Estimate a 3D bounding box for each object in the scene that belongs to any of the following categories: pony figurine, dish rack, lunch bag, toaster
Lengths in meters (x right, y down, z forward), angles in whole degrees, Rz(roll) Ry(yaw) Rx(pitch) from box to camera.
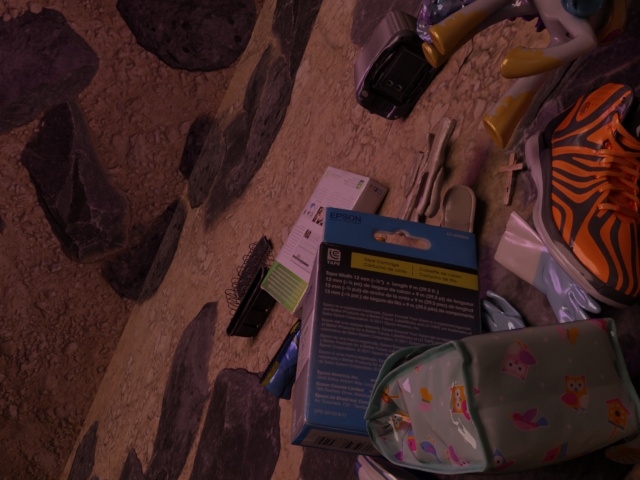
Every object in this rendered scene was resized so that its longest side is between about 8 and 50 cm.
[{"bbox_3d":[0.315,-0.337,1.016,0.363,0.303,0.351,-31,52,4],"label":"pony figurine"},{"bbox_3d":[-0.181,0.107,1.950,0.208,0.074,0.271,-59,26,19],"label":"dish rack"},{"bbox_3d":[0.195,0.188,0.881,0.262,0.223,0.160,136,126,-62],"label":"lunch bag"},{"bbox_3d":[0.157,-0.373,1.562,0.227,0.129,0.146,-55,25,31],"label":"toaster"}]

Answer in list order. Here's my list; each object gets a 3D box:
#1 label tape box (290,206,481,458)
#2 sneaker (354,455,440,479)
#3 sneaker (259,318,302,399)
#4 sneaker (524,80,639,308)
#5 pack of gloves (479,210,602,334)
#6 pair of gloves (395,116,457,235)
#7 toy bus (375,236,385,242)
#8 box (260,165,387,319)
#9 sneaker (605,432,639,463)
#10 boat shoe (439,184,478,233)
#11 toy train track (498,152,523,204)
[{"bbox_3d":[0.101,0.136,1.111,0.115,0.249,0.348,111,167,-54],"label":"label tape box"},{"bbox_3d":[0.117,0.421,1.015,0.182,0.127,0.315,-66,26,1],"label":"sneaker"},{"bbox_3d":[-0.044,0.236,1.592,0.209,0.082,0.069,-59,6,-22],"label":"sneaker"},{"bbox_3d":[0.355,-0.082,0.923,0.180,0.124,0.321,-50,30,38],"label":"sneaker"},{"bbox_3d":[0.297,0.098,1.020,0.232,0.046,0.195,-119,39,-57],"label":"pack of gloves"},{"bbox_3d":[0.186,-0.103,1.325,0.240,0.042,0.204,156,131,-86],"label":"pair of gloves"},{"bbox_3d":[0.081,0.091,1.371,0.104,0.202,0.191,-3,57,31],"label":"toy bus"},{"bbox_3d":[0.000,0.000,1.629,0.322,0.058,0.232,-59,24,0],"label":"box"},{"bbox_3d":[0.348,0.215,0.826,0.083,0.032,0.037,-42,19,41],"label":"sneaker"},{"bbox_3d":[0.217,0.015,1.238,0.065,0.075,0.206,28,-106,-71],"label":"boat shoe"},{"bbox_3d":[0.299,-0.095,1.185,0.048,0.014,0.083,-3,74,56],"label":"toy train track"}]
